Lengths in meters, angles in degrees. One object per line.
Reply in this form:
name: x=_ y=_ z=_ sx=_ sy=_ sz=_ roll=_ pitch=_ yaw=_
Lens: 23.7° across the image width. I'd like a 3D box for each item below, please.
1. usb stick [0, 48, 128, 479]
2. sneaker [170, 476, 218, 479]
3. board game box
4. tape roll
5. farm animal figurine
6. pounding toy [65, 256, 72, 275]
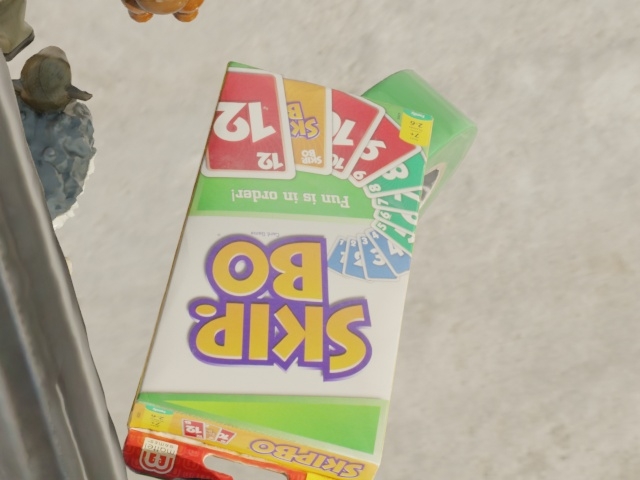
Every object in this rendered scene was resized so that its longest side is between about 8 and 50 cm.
usb stick: x=-0.082 y=0.021 z=0.357 sx=0.045 sy=0.077 sz=0.278 roll=-28 pitch=129 yaw=-25
sneaker: x=-0.072 y=0.154 z=0.656 sx=0.321 sy=0.126 sz=0.127 roll=39 pitch=84 yaw=-34
board game box: x=-0.017 y=0.019 z=0.805 sx=0.124 sy=0.039 sz=0.259 roll=15 pitch=54 yaw=-5
tape roll: x=0.000 y=0.000 z=1.292 sx=0.077 sy=0.321 sz=0.321 roll=42 pitch=73 yaw=7
farm animal figurine: x=-0.246 y=-0.205 z=0.985 sx=0.330 sy=0.172 sz=0.326 roll=26 pitch=76 yaw=3
pounding toy: x=-0.217 y=0.123 z=1.013 sx=0.183 sy=0.110 sz=0.236 roll=-2 pitch=85 yaw=-35
